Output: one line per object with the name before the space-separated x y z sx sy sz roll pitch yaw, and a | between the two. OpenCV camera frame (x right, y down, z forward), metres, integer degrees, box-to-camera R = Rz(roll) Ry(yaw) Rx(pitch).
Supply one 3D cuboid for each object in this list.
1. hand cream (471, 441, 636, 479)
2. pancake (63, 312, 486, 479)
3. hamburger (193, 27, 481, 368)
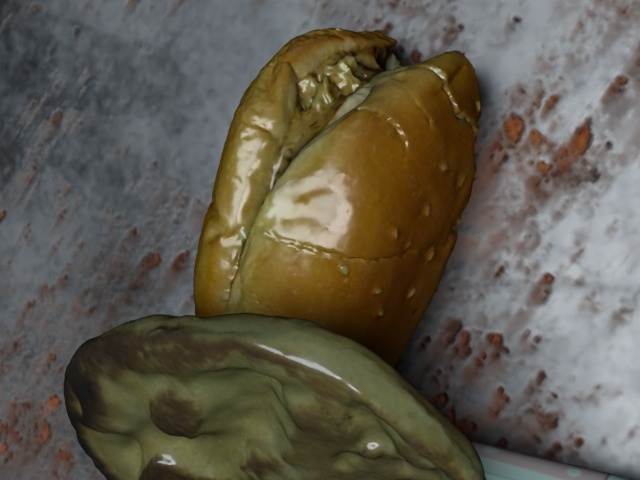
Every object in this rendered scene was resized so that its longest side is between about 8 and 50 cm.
hand cream | 0.154 0.167 0.761 0.331 0.085 0.058 10 63 24
pancake | -0.025 0.135 0.774 0.294 0.294 0.049 3 49 27
hamburger | 0.000 0.000 0.802 0.144 0.156 0.283 23 101 23
